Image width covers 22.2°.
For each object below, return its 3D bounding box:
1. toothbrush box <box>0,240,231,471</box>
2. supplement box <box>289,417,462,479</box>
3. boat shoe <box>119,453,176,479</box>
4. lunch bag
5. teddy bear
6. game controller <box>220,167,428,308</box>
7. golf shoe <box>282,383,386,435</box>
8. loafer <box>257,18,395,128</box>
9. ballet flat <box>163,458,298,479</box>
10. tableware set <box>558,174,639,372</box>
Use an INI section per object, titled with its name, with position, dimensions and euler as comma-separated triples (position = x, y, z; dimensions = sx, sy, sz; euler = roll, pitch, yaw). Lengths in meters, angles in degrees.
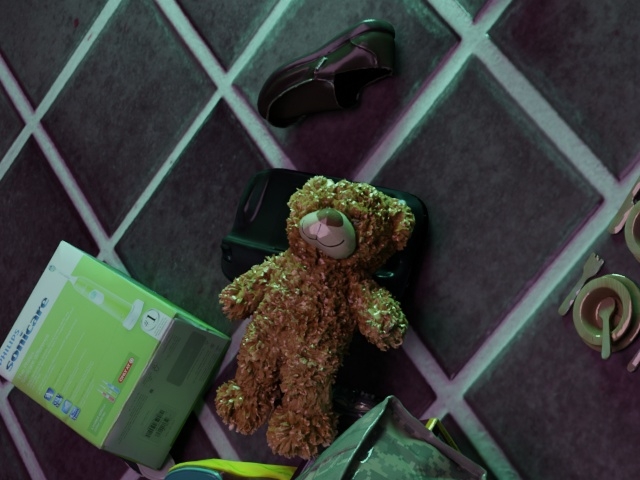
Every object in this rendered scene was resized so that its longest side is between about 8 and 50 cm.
[toothbrush box]
position = -0.289, 0.153, 2.216
dimensions = 0.283, 0.122, 0.206
euler = 26, 86, 42
[supplement box]
position = 0.072, 0.277, 1.863
dimensions = 0.188, 0.104, 0.081
euler = -16, 26, 40
[boat shoe]
position = -0.233, 0.301, 2.205
dimensions = 0.125, 0.038, 0.046
euler = 19, 61, 41
[lunch bag]
position = 0.010, 0.341, 1.690
dimensions = 0.235, 0.169, 0.287
euler = -49, 4, 47
[teddy bear]
position = -0.017, 0.086, 1.909
dimensions = 0.338, 0.113, 0.245
euler = -56, 48, 11
[game controller]
position = 0.000, 0.000, 2.060
dimensions = 0.319, 0.067, 0.166
euler = 14, 74, 44
[golf shoe]
position = -0.004, 0.216, 1.986
dimensions = 0.198, 0.077, 0.094
euler = 11, 87, 45
[loafer]
position = 0.007, -0.199, 2.078
dimensions = 0.220, 0.080, 0.078
euler = -33, 58, 33
[ballet flat]
position = -0.095, 0.309, 2.047
dimensions = 0.231, 0.077, 0.077
euler = -4, 104, 43
[tableware set]
position = 0.331, 0.032, 1.742
dimensions = 0.128, 0.039, 0.194
euler = 42, 108, 41
